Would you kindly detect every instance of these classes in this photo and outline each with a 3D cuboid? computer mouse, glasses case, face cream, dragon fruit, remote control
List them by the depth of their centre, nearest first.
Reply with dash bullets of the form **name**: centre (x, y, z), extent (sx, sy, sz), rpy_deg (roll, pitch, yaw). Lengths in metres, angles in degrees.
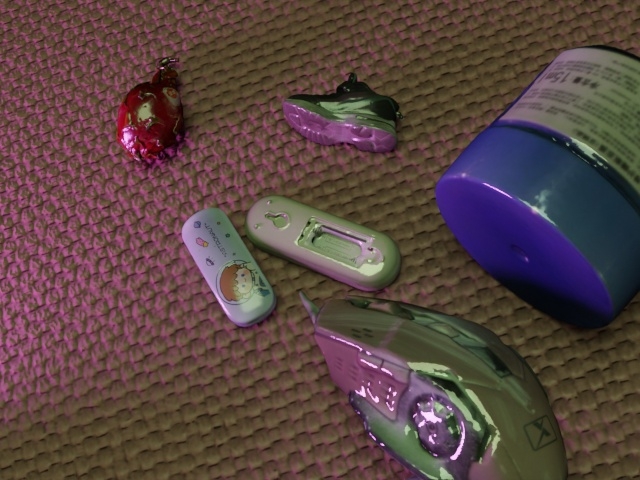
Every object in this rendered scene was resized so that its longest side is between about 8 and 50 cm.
- **computer mouse**: centre (0.118, 0.133, 0.975), extent (0.389, 0.199, 0.115), rpy_deg (37, 120, 35)
- **face cream**: centre (0.293, -0.061, 0.998), extent (0.249, 0.249, 0.225), rpy_deg (39, 77, 24)
- **remote control**: centre (0.000, 0.000, 1.142), extent (0.221, 0.042, 0.078), rpy_deg (22, 73, 19)
- **glasses case**: centre (-0.121, 0.033, 1.149), extent (0.067, 0.045, 0.178), rpy_deg (-32, 64, -4)
- **dragon fruit**: centre (-0.234, -0.201, 1.254), extent (0.094, 0.094, 0.190), rpy_deg (3, 58, 13)

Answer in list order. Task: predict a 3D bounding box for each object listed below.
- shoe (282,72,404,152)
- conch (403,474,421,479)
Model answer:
- **shoe**: centre (0.036, -0.185, 1.208), extent (0.169, 0.071, 0.099), rpy_deg (15, 67, 13)
- **conch**: centre (0.091, 0.317, 0.909), extent (0.221, 0.185, 0.121), rpy_deg (-24, 77, -36)
